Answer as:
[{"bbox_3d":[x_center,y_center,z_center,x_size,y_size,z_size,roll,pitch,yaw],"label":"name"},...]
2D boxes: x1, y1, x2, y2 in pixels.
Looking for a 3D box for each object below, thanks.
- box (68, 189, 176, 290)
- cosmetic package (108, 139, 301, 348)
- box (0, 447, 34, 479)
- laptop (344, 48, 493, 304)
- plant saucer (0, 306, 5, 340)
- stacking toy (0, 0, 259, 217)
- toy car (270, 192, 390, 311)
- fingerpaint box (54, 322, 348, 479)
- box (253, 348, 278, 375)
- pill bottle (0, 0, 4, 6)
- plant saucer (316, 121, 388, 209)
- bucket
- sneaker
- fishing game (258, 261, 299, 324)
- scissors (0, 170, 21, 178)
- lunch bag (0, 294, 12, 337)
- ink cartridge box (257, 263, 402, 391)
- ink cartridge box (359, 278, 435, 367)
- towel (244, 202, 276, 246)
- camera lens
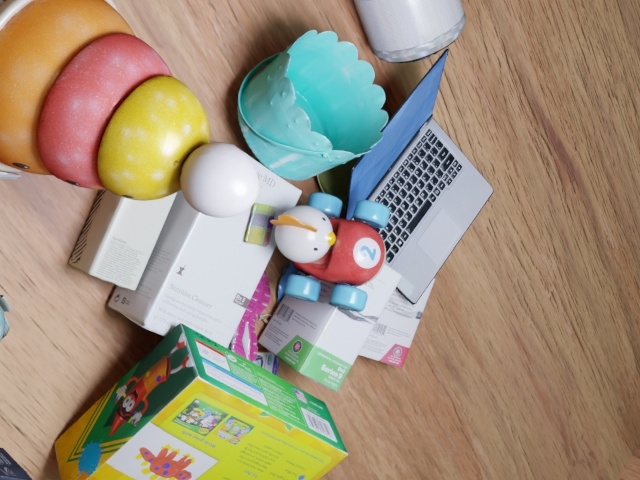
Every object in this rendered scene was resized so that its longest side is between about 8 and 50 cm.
[{"bbox_3d":[-0.362,-0.054,1.818,0.113,0.094,0.275,28,83,-41],"label":"box"},{"bbox_3d":[-0.226,0.012,1.907,0.217,0.156,0.385,30,83,-42],"label":"cosmetic package"},{"bbox_3d":[-0.618,0.424,1.692,0.158,0.156,0.093,25,86,-41],"label":"box"},{"bbox_3d":[0.242,-0.131,2.142,0.408,0.236,0.382,46,66,-19],"label":"laptop"},{"bbox_3d":[-0.529,0.134,1.441,0.119,0.021,0.119,-10,106,-37],"label":"plant saucer"},{"bbox_3d":[-0.303,-0.177,1.535,0.350,0.480,0.350,-47,156,-28],"label":"stacking toy"},{"bbox_3d":[0.000,0.000,1.874,0.238,0.210,0.219,34,69,-62],"label":"toy car"},{"bbox_3d":[-0.232,0.412,1.914,0.371,0.163,0.445,-44,131,13],"label":"fingerpaint box"},{"bbox_3d":[-0.154,0.284,2.127,0.136,0.028,0.081,3,100,-43],"label":"box"},{"bbox_3d":[-0.616,-0.310,1.514,0.246,0.130,0.130,-49,127,-19],"label":"pill bottle"},{"bbox_3d":[0.073,-0.191,2.182,0.241,0.037,0.241,-11,108,-37],"label":"plant saucer"},{"bbox_3d":[-0.021,-0.264,1.925,0.281,0.183,0.281,23,54,-36],"label":"bucket"},{"bbox_3d":[-0.186,0.148,2.017,0.103,0.111,0.252,44,50,-46],"label":"sneaker"},{"bbox_3d":[-0.023,0.114,2.184,0.264,0.041,0.189,-50,120,-12],"label":"fishing game"},{"bbox_3d":[-0.650,-0.129,1.606,0.297,0.021,0.109,-14,108,-35],"label":"scissors"},{"bbox_3d":[-0.667,0.151,1.512,0.305,0.256,0.212,-36,122,-27],"label":"lunch bag"},{"bbox_3d":[0.019,0.148,2.068,0.121,0.211,0.289,32,87,-30],"label":"ink cartridge box"},{"bbox_3d":[0.152,0.166,2.300,0.172,0.100,0.237,22,87,-41],"label":"ink cartridge box"},{"bbox_3d":[-0.118,-0.030,1.881,0.060,0.009,0.083,10,94,-42],"label":"towel"},{"bbox_3d":[0.179,-0.537,2.055,0.219,0.219,0.274,-40,124,-25],"label":"camera lens"}]
